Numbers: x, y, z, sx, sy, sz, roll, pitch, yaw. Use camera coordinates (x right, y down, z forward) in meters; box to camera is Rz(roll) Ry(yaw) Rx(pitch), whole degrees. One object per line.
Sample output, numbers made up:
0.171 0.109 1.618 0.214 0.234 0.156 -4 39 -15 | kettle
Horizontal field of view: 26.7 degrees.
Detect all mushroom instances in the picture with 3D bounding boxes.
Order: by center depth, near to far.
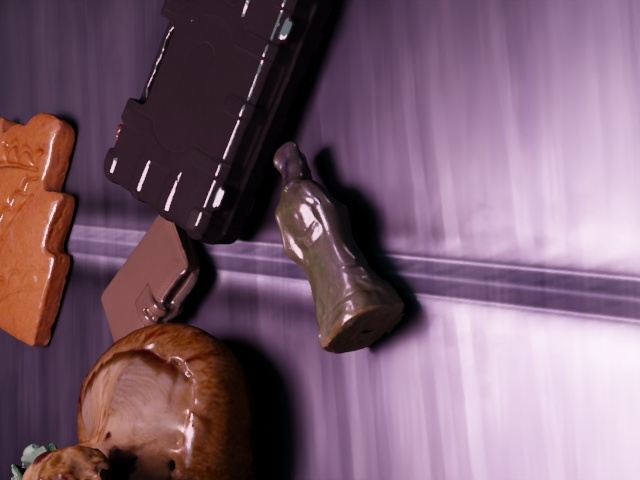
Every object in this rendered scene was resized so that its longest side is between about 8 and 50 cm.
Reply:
-0.180 0.208 1.352 0.267 0.254 0.267 -33 36 28 | mushroom

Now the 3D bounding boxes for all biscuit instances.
-0.382 -0.011 1.679 0.284 0.043 0.306 -35 61 36 | biscuit

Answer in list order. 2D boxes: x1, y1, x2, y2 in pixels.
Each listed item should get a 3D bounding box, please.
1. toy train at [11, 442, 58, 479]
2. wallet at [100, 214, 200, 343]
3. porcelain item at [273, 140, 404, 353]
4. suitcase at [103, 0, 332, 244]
-0.285 0.305 1.507 0.178 0.071 0.104 49 162 42 | toy train
-0.184 0.049 1.475 0.152 0.039 0.118 -49 40 26 | wallet
0.000 0.000 1.280 0.081 0.069 0.215 -53 52 41 | porcelain item
-0.112 -0.158 1.409 0.206 0.066 0.285 32 104 42 | suitcase
